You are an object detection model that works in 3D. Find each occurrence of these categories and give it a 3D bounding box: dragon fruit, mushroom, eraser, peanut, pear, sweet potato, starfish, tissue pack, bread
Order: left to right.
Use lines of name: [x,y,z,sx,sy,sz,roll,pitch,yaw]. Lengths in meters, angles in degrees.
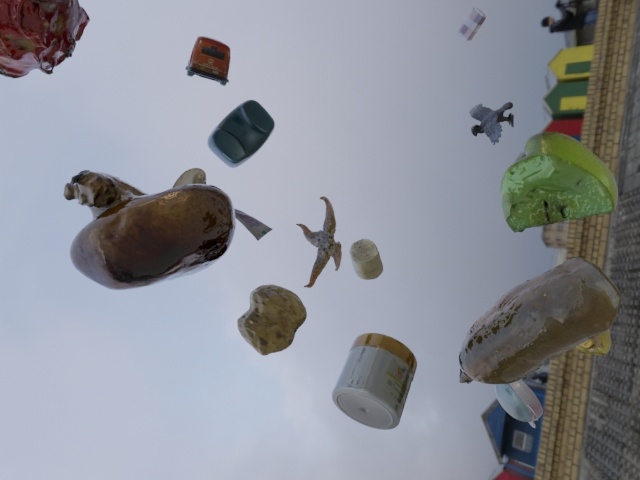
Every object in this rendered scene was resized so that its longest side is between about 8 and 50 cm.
dragon fruit: [-0.811,-0.654,1.119,0.386,0.249,0.370,-70,-13,-45]
mushroom: [-0.355,-0.040,0.889,0.346,0.346,0.259,-20,-95,-54]
mushroom: [-0.427,-0.088,1.347,0.156,0.151,0.285,4,-108,-18]
tissue pack: [-0.346,-0.463,1.774,0.198,0.206,0.287,43,-97,-15]
peanut: [-0.153,0.248,1.278,0.233,0.197,0.110,-64,5,-32]
starfish: [0.000,0.001,1.154,0.050,0.138,0.247,24,-132,-43]
bread: [0.210,0.089,1.879,0.134,0.148,0.141,-32,-45,-10]
eraser: [0.582,-0.831,1.560,0.026,0.065,0.105,-9,-32,-35]
sweet potato: [0.390,0.180,0.788,0.369,0.157,0.158,-45,-21,27]
pear: [0.788,-0.222,1.393,0.318,0.343,0.238,56,-131,-17]

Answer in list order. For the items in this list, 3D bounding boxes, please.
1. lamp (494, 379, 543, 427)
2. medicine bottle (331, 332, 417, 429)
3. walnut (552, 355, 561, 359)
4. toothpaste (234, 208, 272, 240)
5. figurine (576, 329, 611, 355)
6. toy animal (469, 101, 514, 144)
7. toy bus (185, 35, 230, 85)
lamp: [0.683,0.545,1.454,0.108,0.246,0.179,-25,-42,-2]
medicine bottle: [0.186,0.476,1.377,0.231,0.238,0.237,-59,-40,-41]
walnut: [0.867,0.402,1.559,0.105,0.124,0.105,-24,-45,-26]
toothpaste: [-0.330,-0.105,1.624,0.075,0.301,0.048,-28,-31,-55]
figurine: [0.931,0.333,1.410,0.246,0.156,0.131,10,-57,-53]
toy animal: [0.442,-0.309,1.045,0.220,0.108,0.062,-85,-25,-51]
toy bus: [-0.336,-0.546,1.223,0.122,0.265,0.119,10,-69,-21]
